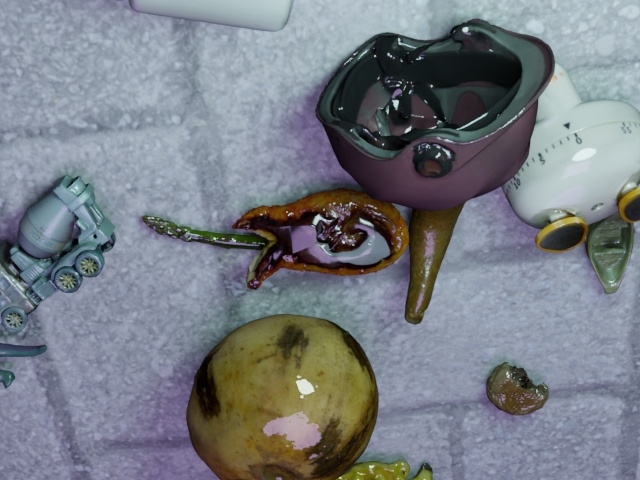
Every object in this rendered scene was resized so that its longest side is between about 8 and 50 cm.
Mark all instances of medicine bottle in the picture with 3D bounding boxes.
[{"bbox_3d":[-0.176,-0.367,1.514,0.292,0.170,0.170,6,125,-9],"label":"medicine bottle"}]

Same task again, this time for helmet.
[{"bbox_3d":[0.168,-0.153,1.634,0.338,0.271,0.197,1,134,24],"label":"helmet"}]

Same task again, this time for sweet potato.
[{"bbox_3d":[0.180,-0.031,1.824,0.079,0.108,0.346,9,121,-19],"label":"sweet potato"}]

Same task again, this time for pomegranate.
[{"bbox_3d":[-0.060,0.268,1.919,0.322,0.322,0.322,-2,126,-3],"label":"pomegranate"}]

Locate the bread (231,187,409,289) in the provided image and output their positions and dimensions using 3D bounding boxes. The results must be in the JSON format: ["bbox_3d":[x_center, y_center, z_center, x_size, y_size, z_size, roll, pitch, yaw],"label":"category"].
[{"bbox_3d":[0.002,-0.008,1.840,0.268,0.095,0.140,-6,103,4],"label":"bread"}]

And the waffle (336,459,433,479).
[{"bbox_3d":[0.061,0.572,2.273,0.379,0.095,0.382,-12,124,6],"label":"waffle"}]

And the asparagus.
[{"bbox_3d":[-0.165,-0.006,1.865,0.235,0.027,0.034,9,120,-11],"label":"asparagus"}]

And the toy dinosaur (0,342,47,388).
[{"bbox_3d":[-0.687,0.199,1.941,0.331,0.129,0.383,41,106,-10],"label":"toy dinosaur"}]

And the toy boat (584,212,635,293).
[{"bbox_3d":[0.461,-0.002,1.894,0.089,0.071,0.185,-7,127,-1],"label":"toy boat"}]

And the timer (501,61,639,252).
[{"bbox_3d":[0.370,-0.129,1.747,0.233,0.240,0.233,-16,155,-8],"label":"timer"}]

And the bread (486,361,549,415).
[{"bbox_3d":[0.338,0.261,2.083,0.113,0.060,0.082,33,117,-23],"label":"bread"}]

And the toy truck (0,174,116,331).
[{"bbox_3d":[-0.425,0.017,1.818,0.256,0.108,0.140,-34,109,17],"label":"toy truck"}]
